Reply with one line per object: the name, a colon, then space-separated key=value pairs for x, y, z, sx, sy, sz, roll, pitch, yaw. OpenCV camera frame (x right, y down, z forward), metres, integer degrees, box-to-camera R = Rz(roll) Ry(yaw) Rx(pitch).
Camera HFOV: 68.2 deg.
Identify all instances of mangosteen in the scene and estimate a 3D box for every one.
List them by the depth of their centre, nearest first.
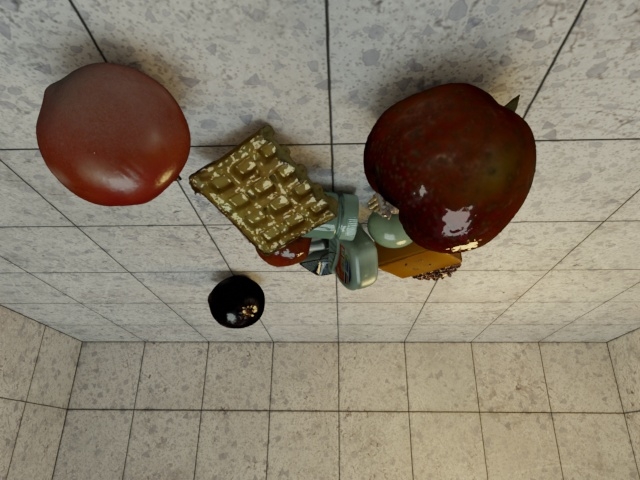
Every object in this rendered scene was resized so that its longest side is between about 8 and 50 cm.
mangosteen: x=-0.421 y=0.287 z=2.312 sx=0.275 sy=0.275 sz=0.302 roll=21 pitch=-176 yaw=-37

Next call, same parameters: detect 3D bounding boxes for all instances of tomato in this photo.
tomato: x=-0.460 y=-0.237 z=1.063 sx=0.321 sy=0.322 sz=0.321 roll=1 pitch=155 yaw=0

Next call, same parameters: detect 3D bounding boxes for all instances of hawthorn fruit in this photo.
hawthorn fruit: x=0.312 y=-0.188 z=1.108 sx=0.402 sy=0.403 sz=0.403 roll=1 pitch=155 yaw=0
hawthorn fruit: x=-0.143 y=0.005 z=1.721 sx=0.205 sy=0.205 sz=0.253 roll=9 pitch=163 yaw=-17

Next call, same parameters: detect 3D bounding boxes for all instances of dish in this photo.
dish: x=0.053 y=0.072 z=1.986 sx=0.243 sy=0.080 sz=0.182 roll=-12 pitch=153 yaw=26

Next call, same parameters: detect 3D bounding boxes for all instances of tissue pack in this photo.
tissue pack: x=0.372 y=0.031 z=1.816 sx=0.274 sy=0.145 sz=0.194 roll=-20 pitch=147 yaw=39

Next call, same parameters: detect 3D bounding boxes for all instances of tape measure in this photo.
tape measure: x=0.120 y=0.058 z=1.715 sx=0.125 sy=0.246 sz=0.243 roll=-20 pitch=133 yaw=-20

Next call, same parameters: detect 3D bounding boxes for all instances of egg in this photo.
egg: x=0.252 y=-0.048 z=1.635 sx=0.192 sy=0.149 sz=0.149 roll=11 pitch=153 yaw=-30

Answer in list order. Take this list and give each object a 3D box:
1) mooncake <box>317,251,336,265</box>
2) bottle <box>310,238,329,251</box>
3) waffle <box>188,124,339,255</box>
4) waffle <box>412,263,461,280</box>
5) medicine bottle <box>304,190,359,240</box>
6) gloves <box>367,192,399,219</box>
mooncake: x=0.007 y=0.011 z=1.619 sx=0.150 sy=0.057 sz=0.347 roll=-34 pitch=-160 yaw=-11
bottle: x=-0.091 y=0.015 z=1.854 sx=0.253 sy=0.080 sz=0.096 roll=-7 pitch=-165 yaw=17
waffle: x=-0.163 y=-0.131 z=1.361 sx=0.304 sy=0.077 sz=0.348 roll=-27 pitch=121 yaw=28
waffle: x=0.500 y=0.125 z=2.125 sx=0.221 sy=0.055 sz=0.234 roll=10 pitch=149 yaw=-16
medicine bottle: x=-0.044 y=-0.088 z=1.547 sx=0.318 sy=0.158 sz=0.158 roll=4 pitch=155 yaw=-8
gloves: x=0.234 y=-0.127 z=1.532 sx=0.144 sy=0.110 sz=0.094 roll=-19 pitch=160 yaw=-34
